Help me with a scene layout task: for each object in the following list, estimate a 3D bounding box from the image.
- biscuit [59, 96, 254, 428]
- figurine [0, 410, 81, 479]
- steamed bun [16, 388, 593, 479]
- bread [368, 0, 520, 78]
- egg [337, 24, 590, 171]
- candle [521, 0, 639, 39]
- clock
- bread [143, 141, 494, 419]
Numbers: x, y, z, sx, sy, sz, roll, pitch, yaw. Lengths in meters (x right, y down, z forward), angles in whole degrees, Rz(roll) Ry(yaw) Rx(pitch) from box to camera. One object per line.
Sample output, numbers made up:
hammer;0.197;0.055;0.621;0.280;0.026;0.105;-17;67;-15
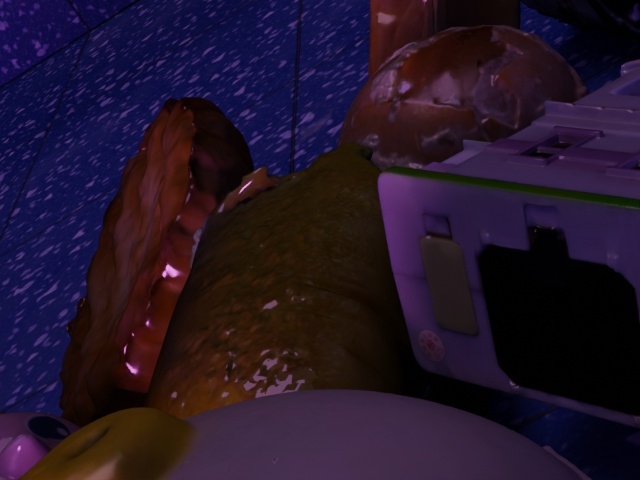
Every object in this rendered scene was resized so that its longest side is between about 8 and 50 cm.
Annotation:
biscuit;-0.144;0.030;1.422;0.325;0.107;0.326;-162;90;-72
figurine;-0.289;0.228;1.287;0.287;0.176;0.186;-40;43;28
steamed bun;-0.011;0.229;0.668;0.374;0.334;0.334;-34;15;49
bread;0.114;-0.207;1.476;0.107;0.241;0.136;3;6;45
egg;0.113;-0.076;1.288;0.233;0.195;0.195;-15;29;37
candle;0.270;-0.296;1.525;0.187;0.187;0.330;-37;21;-5
clock;0.233;-0.019;0.966;0.309;0.166;0.235;-29;26;-35
bread;-0.009;0.101;1.101;0.251;0.208;0.377;-30;26;26
